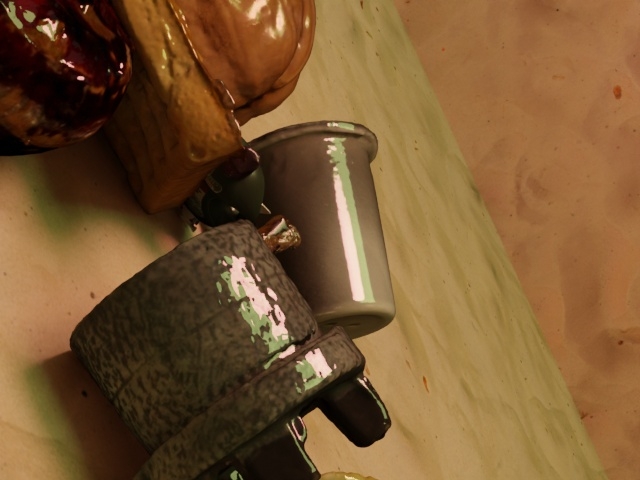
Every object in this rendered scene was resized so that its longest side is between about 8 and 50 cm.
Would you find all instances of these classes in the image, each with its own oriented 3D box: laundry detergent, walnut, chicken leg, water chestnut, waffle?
[{"bbox_3d":[-0.120,-0.081,1.512,0.144,0.078,0.221,64,-23,-11],"label":"laundry detergent"},{"bbox_3d":[-0.169,-0.330,1.652,0.306,0.306,0.344,7,60,-67],"label":"walnut"},{"bbox_3d":[-0.110,0.031,1.601,0.125,0.080,0.196,39,50,-16],"label":"chicken leg"},{"bbox_3d":[-0.307,-0.228,1.196,0.300,0.300,0.300,51,24,-32],"label":"water chestnut"},{"bbox_3d":[-0.212,-0.191,1.413,0.304,0.077,0.348,66,-21,1],"label":"waffle"}]

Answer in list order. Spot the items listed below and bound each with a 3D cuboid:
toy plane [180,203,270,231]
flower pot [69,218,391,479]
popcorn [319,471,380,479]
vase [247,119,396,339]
[{"bbox_3d":[-0.176,-0.098,1.658,0.234,0.082,0.160,40,53,-9],"label":"toy plane"},{"bbox_3d":[-0.107,0.167,1.248,0.283,0.299,0.299,53,19,7],"label":"flower pot"},{"bbox_3d":[0.034,0.410,1.363,0.276,0.276,0.225,52,-13,-30],"label":"popcorn"},{"bbox_3d":[0.000,0.000,1.781,0.245,0.245,0.291,22,53,-61],"label":"vase"}]
